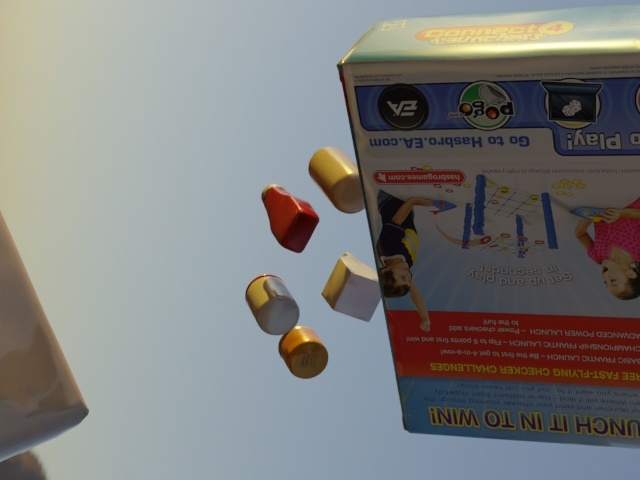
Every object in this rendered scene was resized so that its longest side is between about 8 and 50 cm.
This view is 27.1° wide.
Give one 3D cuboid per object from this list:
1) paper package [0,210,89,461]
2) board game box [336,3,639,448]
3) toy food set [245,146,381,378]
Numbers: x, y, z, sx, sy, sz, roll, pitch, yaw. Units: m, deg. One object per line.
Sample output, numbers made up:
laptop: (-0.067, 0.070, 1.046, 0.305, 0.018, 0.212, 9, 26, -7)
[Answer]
paper package: (-0.422, 0.092, 1.196, 0.168, 0.325, 0.309, -32, -100, 40)
board game box: (0.191, -0.003, 0.905, 0.086, 0.308, 0.302, -57, 142, -53)
toy food set: (0.000, 0.000, 1.212, 0.232, 0.111, 0.104, -64, -155, 14)
